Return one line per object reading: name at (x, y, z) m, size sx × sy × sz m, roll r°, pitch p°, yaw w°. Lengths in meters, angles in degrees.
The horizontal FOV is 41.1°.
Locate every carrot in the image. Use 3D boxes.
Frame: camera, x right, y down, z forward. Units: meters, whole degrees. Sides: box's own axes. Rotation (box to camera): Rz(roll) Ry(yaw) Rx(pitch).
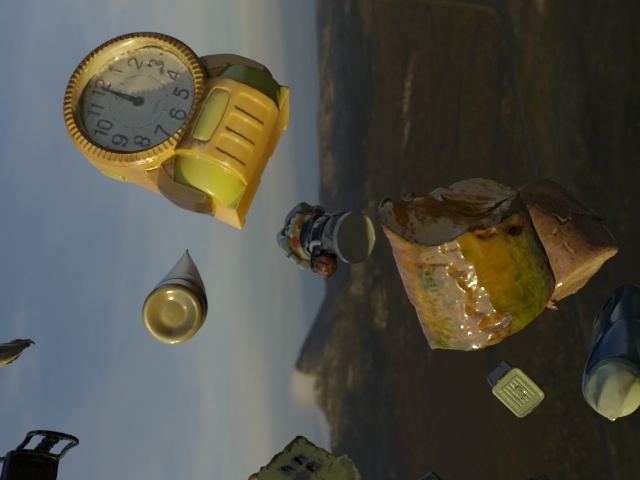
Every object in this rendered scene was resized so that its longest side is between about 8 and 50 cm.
carrot at (0.254, 0.055, 1.411) m, size 0.241 × 0.242 × 0.340 m, roll -96°, pitch -18°, yaw -62°

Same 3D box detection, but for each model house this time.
model house at (0.000, 0.516, 1.621) m, size 0.234 × 0.175 × 0.193 m, roll 15°, pitch 124°, yaw 47°

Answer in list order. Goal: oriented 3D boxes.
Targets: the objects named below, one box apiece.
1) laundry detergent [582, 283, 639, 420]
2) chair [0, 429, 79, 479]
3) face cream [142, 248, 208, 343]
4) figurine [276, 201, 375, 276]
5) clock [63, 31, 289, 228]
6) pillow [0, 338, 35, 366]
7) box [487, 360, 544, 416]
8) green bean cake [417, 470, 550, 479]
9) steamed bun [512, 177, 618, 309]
laundry detergent at (0.418, 0.160, 1.176) m, size 0.290 × 0.094 × 0.143 m, roll -33°, pitch -34°, yaw -66°
chair at (-0.564, 0.458, 1.682) m, size 0.229 × 0.106 × 0.113 m, roll -37°, pitch 45°, yaw 48°
face cream at (-0.206, 0.090, 1.297) m, size 0.341 × 0.084 × 0.137 m, roll -143°, pitch 44°, yaw -85°
figurine at (0.000, 0.000, 2.000) m, size 0.133 × 0.236 × 0.176 m, roll 43°, pitch -113°, yaw -35°
clock at (-0.228, -0.178, 1.313) m, size 0.200 × 0.317 × 0.244 m, roll 81°, pitch -150°, yaw -70°
pillow at (-0.728, 0.255, 1.814) m, size 0.255 × 0.169 × 0.059 m, roll -19°, pitch 81°, yaw 45°
box at (0.448, 0.341, 1.981) m, size 0.122 × 0.084 × 0.069 m, roll 44°, pitch -177°, yaw -16°
green bean cake at (0.310, 0.556, 1.592) m, size 0.300 × 0.308 × 0.169 m, roll 48°, pitch 169°, yaw 40°
steamed bun at (0.465, -0.010, 1.701) m, size 0.251 × 0.199 × 0.301 m, roll 58°, pitch -169°, yaw 14°
